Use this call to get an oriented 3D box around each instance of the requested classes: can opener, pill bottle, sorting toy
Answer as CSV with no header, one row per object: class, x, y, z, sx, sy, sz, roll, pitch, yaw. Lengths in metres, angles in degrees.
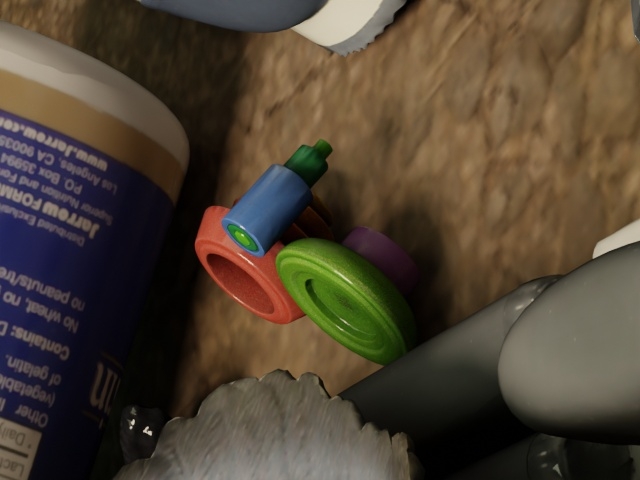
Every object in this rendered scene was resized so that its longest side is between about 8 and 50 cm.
can opener,0.047,0.042,0.469,0.280,0.093,0.074,-38,50,51
pill bottle,-0.153,0.060,0.666,0.153,0.153,0.265,-1,69,56
sorting toy,0.000,0.000,0.592,0.042,0.061,0.102,-49,35,-20

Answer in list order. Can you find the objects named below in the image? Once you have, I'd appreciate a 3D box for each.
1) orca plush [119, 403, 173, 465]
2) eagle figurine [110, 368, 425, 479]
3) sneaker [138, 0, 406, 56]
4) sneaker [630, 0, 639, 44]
orca plush,-0.078,0.193,0.587,0.151,0.102,0.287,-14,67,54
eagle figurine,-0.028,0.145,0.390,0.225,0.298,0.226,33,88,13
sneaker,-0.088,-0.150,0.692,0.319,0.131,0.112,23,99,57
sneaker,0.156,-0.019,0.319,0.209,0.082,0.069,26,102,26
